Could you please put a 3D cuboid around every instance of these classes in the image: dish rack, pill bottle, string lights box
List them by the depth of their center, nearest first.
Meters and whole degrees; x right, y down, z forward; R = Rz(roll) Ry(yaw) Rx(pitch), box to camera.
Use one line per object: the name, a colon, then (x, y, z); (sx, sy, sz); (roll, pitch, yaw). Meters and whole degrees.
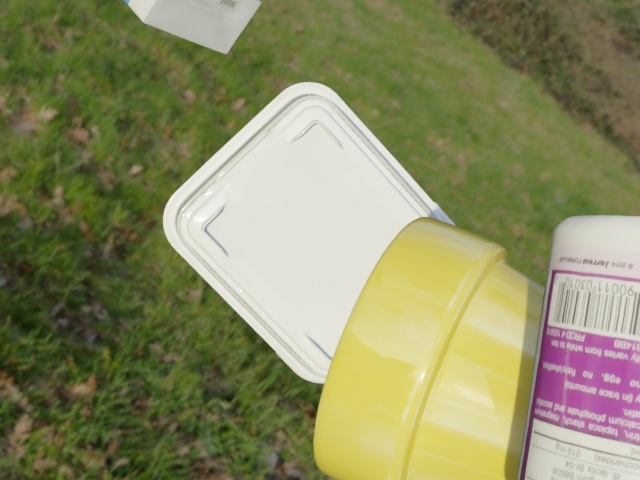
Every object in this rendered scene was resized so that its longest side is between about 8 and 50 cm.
pill bottle: (0.209, 0.143, 0.662); (0.169, 0.169, 0.301); (10, 87, -41)
string lights box: (-0.195, -0.325, 1.181); (0.133, 0.076, 0.259); (12, 31, -53)
dish rack: (0.000, 0.000, 1.326); (0.333, 0.285, 0.072); (47, 0, -14)

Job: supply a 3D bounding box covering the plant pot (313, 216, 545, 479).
plant pot: (0.154, 0.136, 0.928); (0.239, 0.254, 0.254); (22, 27, 19)
